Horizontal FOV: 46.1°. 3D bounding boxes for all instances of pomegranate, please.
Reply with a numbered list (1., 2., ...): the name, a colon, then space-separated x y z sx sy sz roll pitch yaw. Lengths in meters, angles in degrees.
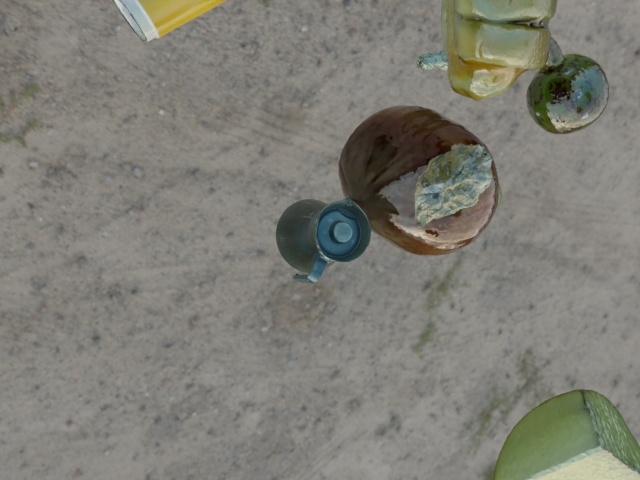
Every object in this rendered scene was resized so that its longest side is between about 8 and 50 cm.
1. pomegranate: 0.558 -0.363 1.743 0.202 0.202 0.247 -41 108 -15

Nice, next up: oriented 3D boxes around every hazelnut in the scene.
1. hazelnut: 0.229 -0.149 1.830 0.359 0.409 0.359 -34 141 -33

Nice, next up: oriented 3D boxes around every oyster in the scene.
1. oyster: 0.264 -0.124 1.534 0.209 0.132 0.072 -25 170 -3

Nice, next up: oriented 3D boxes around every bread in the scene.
1. bread: 0.341 -0.434 1.415 0.210 0.300 0.341 1 93 2

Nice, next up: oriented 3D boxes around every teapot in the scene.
1. teapot: 0.000 0.000 1.667 0.171 0.225 0.203 30 77 -18

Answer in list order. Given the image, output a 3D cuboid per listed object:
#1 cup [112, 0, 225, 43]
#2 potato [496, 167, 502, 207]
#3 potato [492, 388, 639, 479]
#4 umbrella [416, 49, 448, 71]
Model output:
1. cup: -0.295 -0.549 1.584 0.280 0.196 0.196 -37 136 -9
2. potato: 0.404 -0.146 2.028 0.149 0.253 0.186 -6 106 -4
3. potato: 0.247 0.216 0.758 0.120 0.081 0.149 -32 134 25
4. umbrella: 0.355 -0.535 2.245 0.144 0.062 0.067 -9 126 -27
